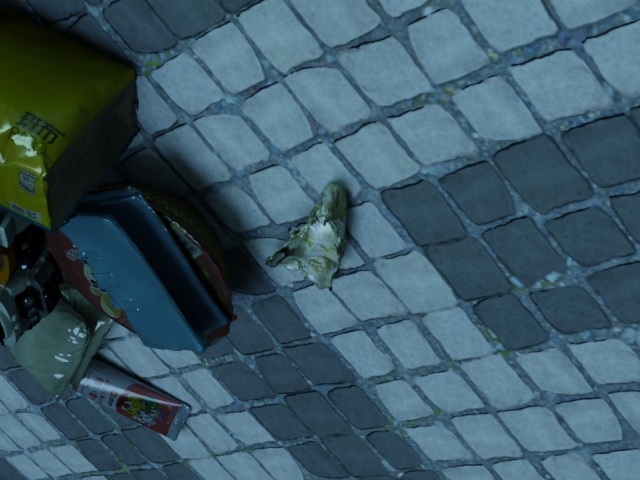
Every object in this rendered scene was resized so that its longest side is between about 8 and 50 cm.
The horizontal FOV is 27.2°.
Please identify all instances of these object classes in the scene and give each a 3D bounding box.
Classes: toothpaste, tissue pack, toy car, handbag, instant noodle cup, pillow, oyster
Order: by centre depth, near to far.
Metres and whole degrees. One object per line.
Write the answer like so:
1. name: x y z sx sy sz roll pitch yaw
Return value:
1. tissue pack: -0.365 -0.158 1.494 0.271 0.192 0.134 26 144 11
2. oyster: -0.002 0.003 1.524 0.106 0.061 0.200 28 150 -22
3. handbag: -0.218 0.039 1.565 0.144 0.057 0.221 -2 131 43
4. instant noodle cup: -0.206 0.009 1.639 0.274 0.090 0.274 21 142 17
5. toy car: -0.398 0.005 1.709 0.118 0.193 0.301 15 142 15
6. pillow: -0.382 0.135 1.910 0.134 0.078 0.181 38 129 7
7. toothpaste: -0.310 0.225 2.000 0.234 0.057 0.089 26 132 0
